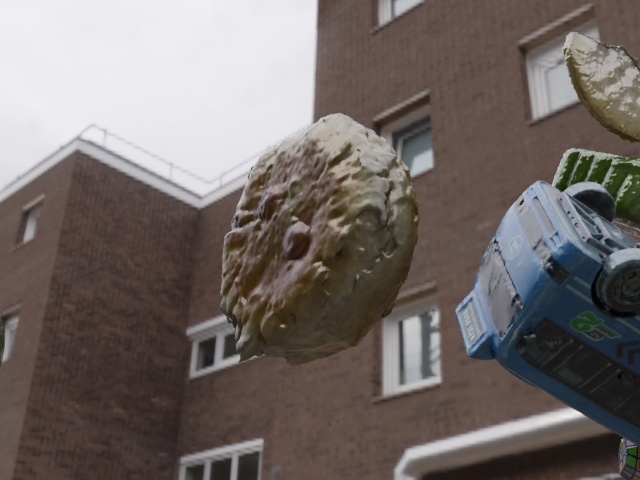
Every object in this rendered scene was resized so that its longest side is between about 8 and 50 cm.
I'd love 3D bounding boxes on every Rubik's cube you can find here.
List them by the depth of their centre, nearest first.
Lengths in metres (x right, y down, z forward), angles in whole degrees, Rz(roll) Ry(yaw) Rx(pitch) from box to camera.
[{"bbox_3d":[0.479,0.309,1.234,0.111,0.093,0.111,-21,-2,-1],"label":"Rubik's cube"}]

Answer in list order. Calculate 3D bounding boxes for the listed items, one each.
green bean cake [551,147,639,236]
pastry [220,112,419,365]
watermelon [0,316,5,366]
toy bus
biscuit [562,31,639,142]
[{"bbox_3d":[0.593,-0.085,1.648,0.222,0.125,0.248,22,5,-32],"label":"green bean cake"},{"bbox_3d":[0.000,0.000,1.072,0.136,0.330,0.329,23,-34,-35],"label":"pastry"},{"bbox_3d":[-0.459,0.076,0.961,0.301,0.129,0.123,22,-15,24],"label":"watermelon"},{"bbox_3d":[0.226,0.069,0.626,0.246,0.113,0.134,30,-64,-19],"label":"toy bus"},{"bbox_3d":[0.560,-0.295,1.642,0.265,0.188,0.040,43,-30,-10],"label":"biscuit"}]
